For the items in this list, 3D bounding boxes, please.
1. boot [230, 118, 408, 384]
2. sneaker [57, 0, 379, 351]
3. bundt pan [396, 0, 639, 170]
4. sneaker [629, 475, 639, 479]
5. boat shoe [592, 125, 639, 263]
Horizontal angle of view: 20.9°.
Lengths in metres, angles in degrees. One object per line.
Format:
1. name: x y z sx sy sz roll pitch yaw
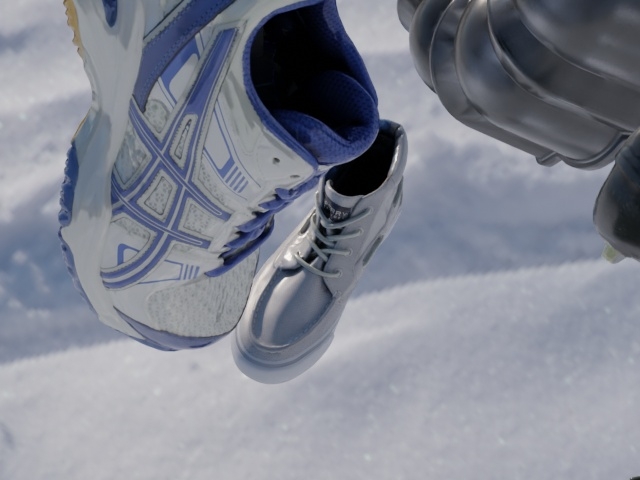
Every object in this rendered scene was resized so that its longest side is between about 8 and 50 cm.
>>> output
1. boot: 0.000 0.000 1.543 0.095 0.123 0.258 23 53 11
2. sneaker: -0.041 -0.040 0.796 0.131 0.296 0.112 24 50 20
3. bundt pan: 0.158 -0.220 1.213 0.331 0.124 0.331 -39 45 55
4. sneaker: 0.401 0.265 1.498 0.343 0.134 0.146 -15 57 5
5. boat shoe: 0.159 -0.039 0.570 0.091 0.302 0.114 35 108 7
